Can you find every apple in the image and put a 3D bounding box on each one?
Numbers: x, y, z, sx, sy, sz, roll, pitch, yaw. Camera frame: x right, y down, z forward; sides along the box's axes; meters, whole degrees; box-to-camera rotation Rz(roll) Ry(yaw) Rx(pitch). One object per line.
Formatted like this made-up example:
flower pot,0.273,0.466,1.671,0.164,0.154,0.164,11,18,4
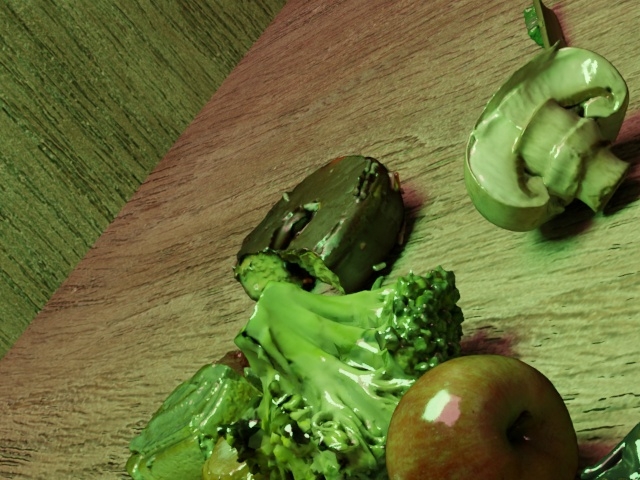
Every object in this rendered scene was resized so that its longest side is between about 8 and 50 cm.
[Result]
apple,0.159,0.211,1.430,0.188,0.188,0.174,-55,11,-28

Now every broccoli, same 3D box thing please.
broccoli,0.037,0.170,1.738,0.334,0.272,0.324,-57,-18,-15

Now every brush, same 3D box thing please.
brush,0.372,-0.337,2.338,0.048,0.054,0.282,-48,16,21

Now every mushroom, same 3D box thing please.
mushroom,0.307,-0.112,1.852,0.253,0.195,0.189,-53,-14,-5

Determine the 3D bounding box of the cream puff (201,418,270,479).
cream puff,-0.084,0.301,1.875,0.126,0.103,0.144,-12,35,36

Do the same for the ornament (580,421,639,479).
ornament,0.285,0.270,1.211,0.202,0.080,0.236,-46,16,5

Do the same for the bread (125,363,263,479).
bread,-0.187,0.296,2.067,0.257,0.124,0.186,-35,21,31

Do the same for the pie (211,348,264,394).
pie,-0.099,0.191,2.219,0.219,0.054,0.204,-40,19,7

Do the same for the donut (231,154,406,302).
donut,0.015,-0.017,2.292,0.259,0.136,0.345,-52,21,-26
